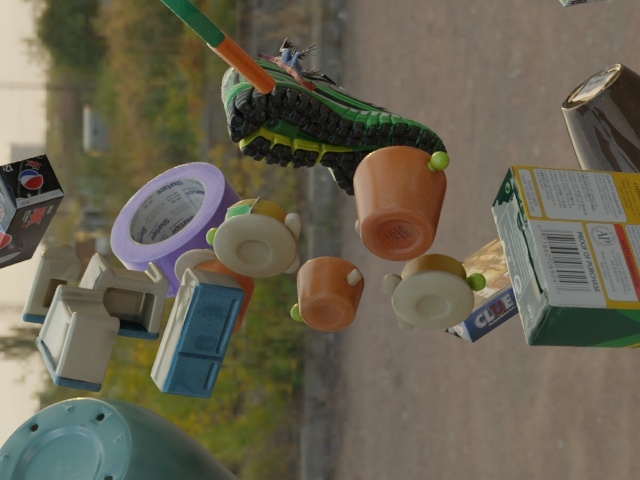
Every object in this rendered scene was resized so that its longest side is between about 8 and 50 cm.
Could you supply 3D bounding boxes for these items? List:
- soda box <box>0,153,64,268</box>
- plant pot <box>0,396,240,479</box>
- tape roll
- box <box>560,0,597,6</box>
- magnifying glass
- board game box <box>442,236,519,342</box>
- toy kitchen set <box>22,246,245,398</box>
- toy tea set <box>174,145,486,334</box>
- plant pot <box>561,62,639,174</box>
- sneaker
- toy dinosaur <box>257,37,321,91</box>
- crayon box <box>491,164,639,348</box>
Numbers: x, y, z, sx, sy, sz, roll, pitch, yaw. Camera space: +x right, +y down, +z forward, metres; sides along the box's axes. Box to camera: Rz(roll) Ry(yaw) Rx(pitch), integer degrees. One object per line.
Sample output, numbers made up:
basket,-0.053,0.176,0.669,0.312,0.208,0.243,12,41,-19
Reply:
soda box,-0.329,-0.027,1.475,0.053,0.060,0.169,62,148,14
plant pot,-0.245,0.318,1.569,0.235,0.293,0.293,61,-165,-45
tape roll,-0.196,-0.016,1.927,0.080,0.189,0.189,55,-166,-36
box,0.407,-0.367,1.765,0.036,0.207,0.114,60,149,30
magnifying glass,-0.120,-0.219,1.387,0.231,0.026,0.092,42,-178,-45
board game box,0.264,0.053,1.989,0.165,0.243,0.042,19,136,62
toy kitchen set,-0.163,0.103,1.251,0.166,0.207,0.122,45,120,57
toy tea set,0.000,0.000,1.446,0.124,0.336,0.200,-83,-16,-46
plant pot,0.460,-0.136,1.993,0.230,0.215,0.215,51,180,-13
sneaker,0.024,-0.159,1.816,0.134,0.343,0.146,-52,36,27
toy dinosaur,-0.032,-0.209,1.692,0.047,0.090,0.082,49,-151,-37
crayon box,0.375,0.022,1.565,0.083,0.323,0.203,107,160,-48
